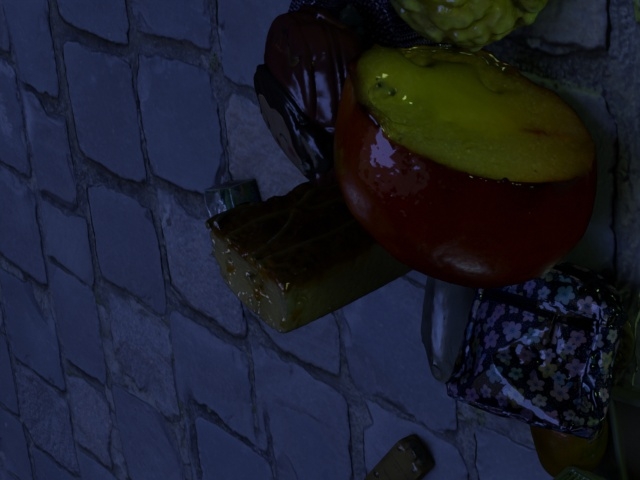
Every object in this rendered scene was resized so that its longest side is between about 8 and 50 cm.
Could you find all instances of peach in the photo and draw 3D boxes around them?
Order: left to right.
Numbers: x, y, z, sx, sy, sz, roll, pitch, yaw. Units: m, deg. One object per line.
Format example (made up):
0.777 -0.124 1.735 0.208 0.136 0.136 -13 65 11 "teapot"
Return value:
0.160 -0.101 1.703 0.281 0.281 0.338 13 152 52 "peach"

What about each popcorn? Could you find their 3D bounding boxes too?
0.163 -0.345 1.671 0.225 0.249 0.249 -47 67 24 "popcorn"

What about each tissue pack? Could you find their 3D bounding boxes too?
-0.143 -0.037 2.397 0.085 0.079 0.111 -2 107 55 "tissue pack"

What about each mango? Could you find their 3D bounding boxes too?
0.322 0.250 1.896 0.111 0.089 0.163 37 147 54 "mango"

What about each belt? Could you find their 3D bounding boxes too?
0.055 -0.241 1.956 0.260 0.122 0.325 59 147 21 "belt"

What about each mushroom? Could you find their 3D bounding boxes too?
0.186 0.079 1.984 0.096 0.099 0.278 26 126 39 "mushroom"

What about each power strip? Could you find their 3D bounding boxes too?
0.102 0.394 2.338 0.064 0.044 0.305 55 144 18 "power strip"

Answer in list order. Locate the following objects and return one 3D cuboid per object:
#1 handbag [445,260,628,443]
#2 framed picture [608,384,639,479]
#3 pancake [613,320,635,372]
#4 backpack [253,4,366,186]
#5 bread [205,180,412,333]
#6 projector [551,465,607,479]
0.268 0.123 1.806 0.228 0.127 0.208 16 90 39 "handbag"
0.483 0.316 1.762 0.324 0.020 0.240 11 117 52 "framed picture"
0.350 0.116 1.841 0.115 0.011 0.115 32 133 43 "pancake"
0.000 -0.189 1.835 0.229 0.139 0.229 162 90 -74 "backpack"
0.000 0.000 2.035 0.185 0.274 0.114 39 137 35 "bread"
0.389 0.404 1.838 0.269 0.088 0.193 41 148 21 "projector"
